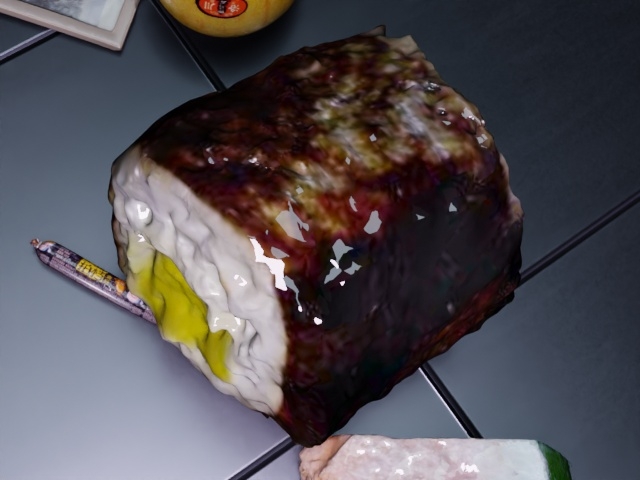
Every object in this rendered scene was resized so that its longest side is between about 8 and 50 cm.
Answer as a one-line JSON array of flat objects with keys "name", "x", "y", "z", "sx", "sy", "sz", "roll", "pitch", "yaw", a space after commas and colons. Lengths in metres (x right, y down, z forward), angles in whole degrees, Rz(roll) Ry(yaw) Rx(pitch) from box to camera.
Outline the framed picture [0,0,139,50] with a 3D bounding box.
[{"name": "framed picture", "x": -0.272, "y": -0.367, "z": 1.180, "sx": 0.213, "sy": 0.016, "sz": 0.289, "roll": 18, "pitch": 73, "yaw": -4}]

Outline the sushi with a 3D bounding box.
[{"name": "sushi", "x": 0.002, "y": -0.002, "z": 0.960, "sx": 0.294, "sy": 0.281, "sz": 0.299, "roll": -28, "pitch": 70, "yaw": -28}]

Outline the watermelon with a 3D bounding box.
[{"name": "watermelon", "x": 0.121, "y": 0.304, "z": 0.947, "sx": 0.301, "sy": 0.151, "sz": 0.264, "roll": 10, "pitch": 70, "yaw": -6}]

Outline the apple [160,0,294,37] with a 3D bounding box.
[{"name": "apple", "x": -0.096, "y": -0.304, "z": 1.125, "sx": 0.182, "sy": 0.155, "sz": 0.183, "roll": 2, "pitch": 69, "yaw": -6}]

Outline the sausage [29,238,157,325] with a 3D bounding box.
[{"name": "sausage", "x": -0.198, "y": 0.048, "z": 1.054, "sx": 0.198, "sy": 0.025, "sz": 0.028, "roll": 29, "pitch": 62, "yaw": 1}]
